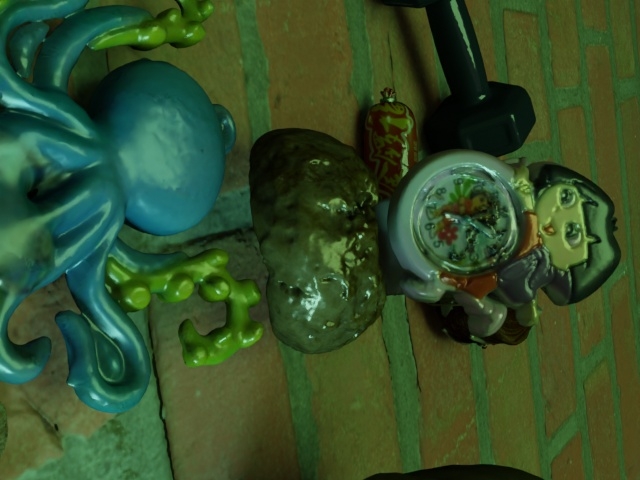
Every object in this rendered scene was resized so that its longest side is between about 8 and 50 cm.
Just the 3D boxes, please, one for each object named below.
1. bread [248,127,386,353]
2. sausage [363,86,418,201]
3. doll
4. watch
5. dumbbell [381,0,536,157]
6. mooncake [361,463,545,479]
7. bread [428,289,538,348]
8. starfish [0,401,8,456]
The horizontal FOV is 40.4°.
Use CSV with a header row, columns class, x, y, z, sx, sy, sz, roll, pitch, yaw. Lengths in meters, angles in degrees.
class,x,y,z,sx,sy,sz,roll,pitch,yaw
bread,0.000,0.000,0.854,0.230,0.123,0.230,171,-90,-87
sausage,0.089,-0.064,1.103,0.083,0.083,0.264,7,80,-55
doll,-0.185,-0.039,0.697,0.341,0.099,0.346,-27,103,-41
watch,0.177,-0.001,0.956,0.231,0.244,0.196,129,-57,-86
dumbbell,0.189,-0.268,1.202,0.160,0.144,0.325,-51,127,-42
mooncake,0.116,0.431,0.770,0.262,0.467,0.467,21,70,-50
bread,0.243,0.049,1.258,0.224,0.142,0.212,-46,121,-48
starfish,-0.266,0.165,0.581,0.209,0.053,0.150,46,56,-46
